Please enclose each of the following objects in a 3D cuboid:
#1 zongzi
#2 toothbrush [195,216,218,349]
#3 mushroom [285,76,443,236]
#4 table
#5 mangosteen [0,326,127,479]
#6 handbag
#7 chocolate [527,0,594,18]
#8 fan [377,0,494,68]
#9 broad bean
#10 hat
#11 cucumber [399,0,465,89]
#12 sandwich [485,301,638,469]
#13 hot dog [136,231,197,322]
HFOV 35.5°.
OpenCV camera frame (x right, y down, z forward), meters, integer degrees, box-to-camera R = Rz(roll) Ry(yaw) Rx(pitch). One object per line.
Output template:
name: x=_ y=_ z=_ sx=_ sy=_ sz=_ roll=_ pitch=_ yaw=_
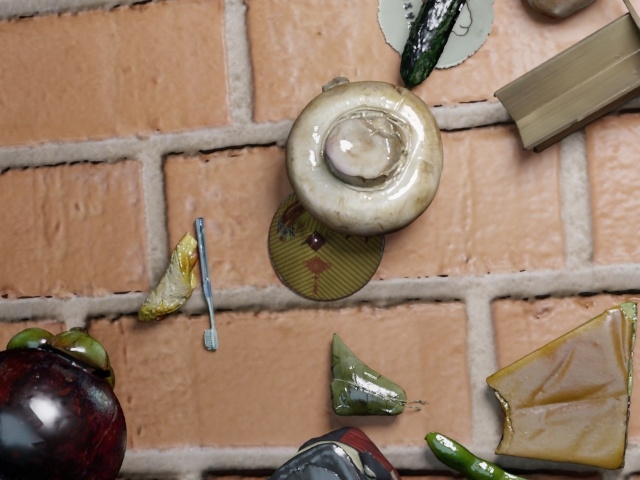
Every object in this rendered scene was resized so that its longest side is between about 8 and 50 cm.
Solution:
zongzi: x=0.092 y=0.207 z=1.556 sx=0.154 sy=0.062 sz=0.130 roll=-1 pitch=77 yaw=8
toothbrush: x=-0.189 y=0.071 z=1.645 sx=0.019 sy=0.016 sz=0.219 roll=-7 pitch=89 yaw=23
mushroom: x=0.062 y=-0.129 z=1.496 sx=0.255 sy=0.184 sz=0.255 roll=-1 pitch=88 yaw=16
table: x=0.378 y=-0.225 z=1.445 sx=0.226 sy=0.167 sz=0.167 roll=-30 pitch=82 yaw=21
mangosteen: x=-0.438 y=0.292 z=1.585 sx=0.300 sy=0.300 sz=0.300 roll=0 pitch=89 yaw=14
handbag: x=0.047 y=0.410 z=1.495 sx=0.181 sy=0.181 sz=0.254 roll=-33 pitch=83 yaw=12
chocolate: x=0.322 y=-0.455 z=1.445 sx=0.157 sy=0.080 sz=0.254 roll=-29 pitch=73 yaw=43
fan: x=0.247 y=-0.378 z=1.542 sx=0.329 sy=0.009 sz=0.191 roll=-15 pitch=82 yaw=15
broad bean: x=0.261 y=0.349 z=1.510 sx=0.227 sy=0.039 sz=0.069 roll=18 pitch=128 yaw=14
hat: x=0.000 y=0.000 z=1.564 sx=0.193 sy=0.082 sz=0.193 roll=0 pitch=88 yaw=13
cucumber: x=0.181 y=-0.346 z=1.520 sx=0.067 sy=0.067 sz=0.245 roll=27 pitch=93 yaw=13
sandwich: x=0.353 y=0.205 z=1.482 sx=0.212 sy=0.063 sz=0.245 roll=4 pitch=89 yaw=16
hot dog: x=-0.234 y=0.069 z=1.629 sx=0.061 sy=0.078 sz=0.169 roll=30 pitch=102 yaw=-3
